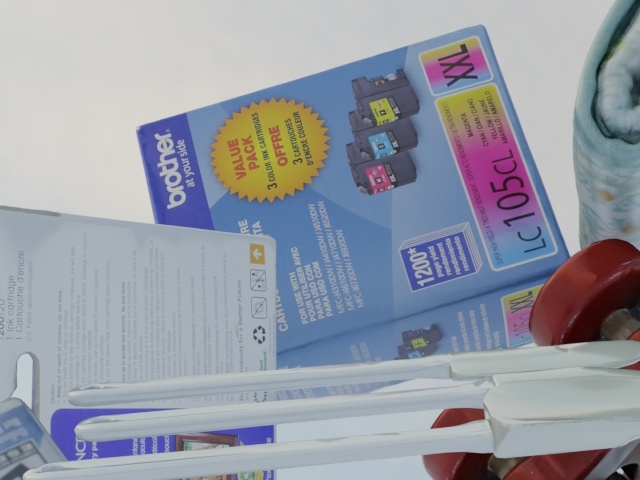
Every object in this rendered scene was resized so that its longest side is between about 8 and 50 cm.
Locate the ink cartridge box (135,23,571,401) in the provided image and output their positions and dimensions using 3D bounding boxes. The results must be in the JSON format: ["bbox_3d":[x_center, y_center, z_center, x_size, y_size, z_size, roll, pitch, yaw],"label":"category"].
[{"bbox_3d":[0.000,0.000,1.361,0.395,0.270,0.151,-18,-29,3],"label":"ink cartridge box"}]

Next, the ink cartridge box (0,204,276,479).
[{"bbox_3d":[-0.108,0.090,0.828,0.045,0.206,0.208,-6,-9,42],"label":"ink cartridge box"}]

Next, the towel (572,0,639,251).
[{"bbox_3d":[0.302,-0.164,1.094,0.090,0.374,0.320,32,-8,20],"label":"towel"}]

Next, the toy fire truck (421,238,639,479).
[{"bbox_3d":[0.234,0.156,1.113,0.254,0.302,0.169,26,16,-51],"label":"toy fire truck"}]

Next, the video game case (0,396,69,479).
[{"bbox_3d":[-0.190,0.227,0.575,0.300,0.329,0.036,45,-34,35],"label":"video game case"}]

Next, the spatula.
[{"bbox_3d":[0.017,0.059,0.568,0.242,0.019,0.168,-4,8,-1],"label":"spatula"}]
